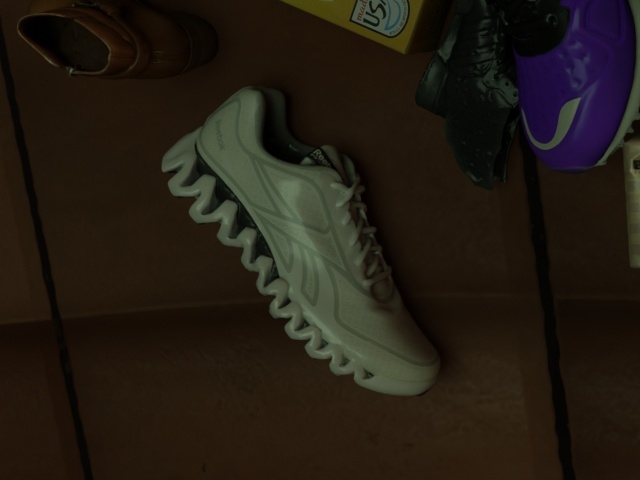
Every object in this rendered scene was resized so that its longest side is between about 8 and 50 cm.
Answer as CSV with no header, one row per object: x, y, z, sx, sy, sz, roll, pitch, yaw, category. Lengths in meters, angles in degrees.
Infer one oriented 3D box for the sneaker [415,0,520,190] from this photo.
0.130,-0.128,0.827,0.089,0.051,0.170,34,120,16,sneaker

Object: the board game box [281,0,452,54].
-0.021,-0.311,0.849,0.316,0.064,0.242,27,114,20,board game box

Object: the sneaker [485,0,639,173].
0.133,-0.190,0.728,0.102,0.146,0.293,8,99,60,sneaker

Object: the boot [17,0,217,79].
-0.200,-0.176,0.926,0.197,0.152,0.073,13,108,25,boot

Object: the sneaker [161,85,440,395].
0.000,0.000,0.900,0.118,0.110,0.292,-45,81,20,sneaker

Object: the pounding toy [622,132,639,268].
0.296,-0.034,0.684,0.206,0.181,0.094,0,102,28,pounding toy
